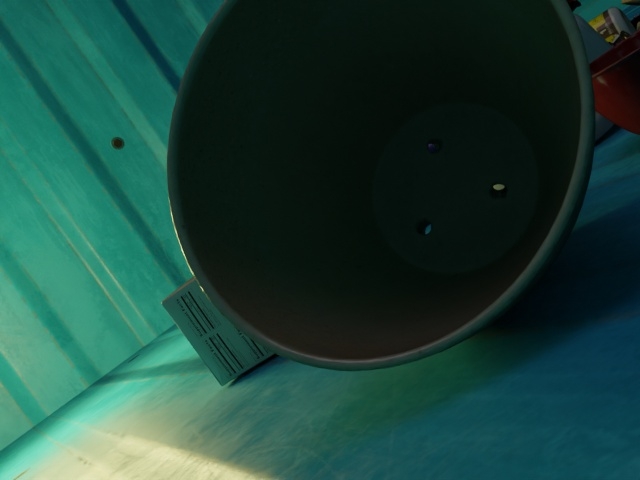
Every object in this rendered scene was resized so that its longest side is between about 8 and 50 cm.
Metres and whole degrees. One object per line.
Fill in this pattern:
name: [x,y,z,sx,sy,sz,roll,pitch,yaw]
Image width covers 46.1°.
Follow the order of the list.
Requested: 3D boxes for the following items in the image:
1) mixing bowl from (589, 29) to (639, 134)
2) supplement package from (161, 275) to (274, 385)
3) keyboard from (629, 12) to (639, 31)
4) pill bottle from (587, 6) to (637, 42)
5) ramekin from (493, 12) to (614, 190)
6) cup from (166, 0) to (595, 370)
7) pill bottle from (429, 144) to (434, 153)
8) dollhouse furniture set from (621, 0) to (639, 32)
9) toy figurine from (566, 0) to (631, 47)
mixing bowl: [0.357,-0.171,0.768,0.181,0.098,0.181,-35,4,3]
supplement package: [-0.077,0.069,1.085,0.203,0.149,0.194,-33,5,20]
keyboard: [0.588,-0.388,1.501,0.317,0.033,0.201,-33,-16,33]
pill bottle: [0.480,-0.324,1.395,0.215,0.117,0.117,-33,5,32]
ramekin: [0.285,-0.201,1.052,0.273,0.127,0.273,-39,17,14]
cup: [0.076,-0.061,0.630,0.331,0.331,0.237,-33,-22,22]
pill bottle: [0.272,-0.179,1.436,0.186,0.112,0.112,-32,5,28]
dollhouse furniture set: [0.630,-0.465,1.160,0.173,0.303,0.355,3,5,-2]
toy figurine: [0.408,-0.311,1.241,0.148,0.213,0.209,-50,-5,21]
